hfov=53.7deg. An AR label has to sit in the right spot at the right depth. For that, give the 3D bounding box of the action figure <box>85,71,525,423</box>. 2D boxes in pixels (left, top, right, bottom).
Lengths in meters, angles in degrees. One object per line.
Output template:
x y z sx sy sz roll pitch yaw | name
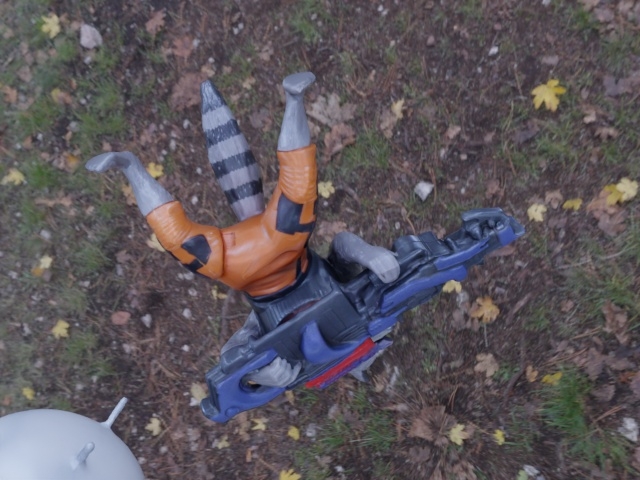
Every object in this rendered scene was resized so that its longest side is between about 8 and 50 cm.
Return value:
0.000 0.000 0.609 0.341 0.330 0.178 -26 31 -1 | action figure

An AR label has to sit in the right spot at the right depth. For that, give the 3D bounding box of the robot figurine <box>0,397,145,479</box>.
-0.305 0.314 0.614 0.199 0.300 0.353 35 92 -18 | robot figurine
